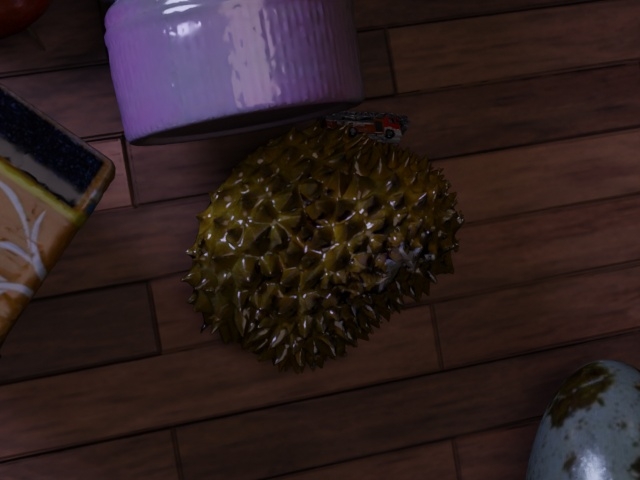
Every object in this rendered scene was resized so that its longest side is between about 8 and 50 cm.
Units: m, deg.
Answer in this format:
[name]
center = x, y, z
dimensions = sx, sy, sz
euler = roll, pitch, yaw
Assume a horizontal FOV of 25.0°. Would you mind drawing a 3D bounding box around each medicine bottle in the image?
[medicine bottle]
center = -0.093, -0.280, 1.137
dimensions = 0.219, 0.219, 0.388
euler = -10, 92, -17

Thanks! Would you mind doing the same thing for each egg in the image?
[egg]
center = 0.260, 0.218, 1.256
dimensions = 0.169, 0.169, 0.231
euler = -4, 77, -17

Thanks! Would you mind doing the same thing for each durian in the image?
[durian]
center = 0.008, 0.009, 1.199
dimensions = 0.249, 0.138, 0.183
euler = -38, 134, -8

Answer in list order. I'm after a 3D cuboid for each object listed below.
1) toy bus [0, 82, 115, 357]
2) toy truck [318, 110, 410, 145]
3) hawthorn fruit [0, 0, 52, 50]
[toy bus]
center = -0.271, -0.007, 1.020
dimensions = 0.162, 0.323, 0.194
euler = 35, 77, -13
[toy truck]
center = 0.040, -0.099, 1.273
dimensions = 0.083, 0.024, 0.032
euler = 2, 58, -14
[hawthorn fruit]
center = -0.261, -0.212, 1.135
dimensions = 0.125, 0.125, 0.140
euler = -37, 97, -15
